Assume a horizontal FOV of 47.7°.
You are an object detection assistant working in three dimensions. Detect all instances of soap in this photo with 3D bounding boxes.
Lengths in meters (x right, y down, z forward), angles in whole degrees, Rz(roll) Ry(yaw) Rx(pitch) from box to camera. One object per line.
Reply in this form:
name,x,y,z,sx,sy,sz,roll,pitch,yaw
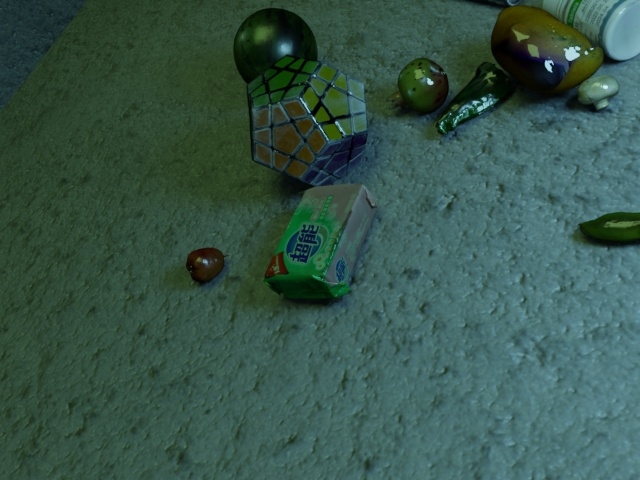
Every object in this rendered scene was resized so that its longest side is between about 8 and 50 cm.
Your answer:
soap,0.001,0.002,1.538,0.218,0.098,0.273,-5,47,38

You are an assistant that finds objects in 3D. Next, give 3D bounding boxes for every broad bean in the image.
broad bean,0.568,-0.021,1.232,0.254,0.046,0.065,7,68,36

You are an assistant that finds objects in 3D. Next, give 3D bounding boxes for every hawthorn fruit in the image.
hawthorn fruit,-0.260,0.054,1.678,0.093,0.081,0.081,-21,33,-32

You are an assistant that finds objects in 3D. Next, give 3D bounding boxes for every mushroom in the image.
mushroom,0.571,-0.304,1.482,0.083,0.067,0.083,-20,0,0

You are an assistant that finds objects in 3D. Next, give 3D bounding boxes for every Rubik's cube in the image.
Rubik's cube,-0.034,-0.276,1.694,0.319,0.319,0.264,27,95,45

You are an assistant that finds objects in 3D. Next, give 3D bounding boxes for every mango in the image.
mango,0.471,-0.414,1.565,0.152,0.201,0.287,-51,26,18

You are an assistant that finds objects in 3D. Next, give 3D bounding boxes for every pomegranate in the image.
pomegranate,0.236,-0.353,1.718,0.129,0.159,0.129,12,49,-14

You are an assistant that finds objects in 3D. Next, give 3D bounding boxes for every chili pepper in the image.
chili pepper,0.344,-0.316,1.646,0.216,0.062,0.108,-47,43,-12

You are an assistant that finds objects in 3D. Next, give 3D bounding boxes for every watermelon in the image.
watermelon,-0.124,-0.520,1.999,0.242,0.242,0.242,-18,44,18

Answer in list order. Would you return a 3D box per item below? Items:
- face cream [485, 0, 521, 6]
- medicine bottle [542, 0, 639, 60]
face cream,0.418,-0.684,1.935,0.073,0.073,0.283,-44,42,-11
medicine bottle,0.606,-0.498,1.589,0.139,0.139,0.237,-35,43,-2
